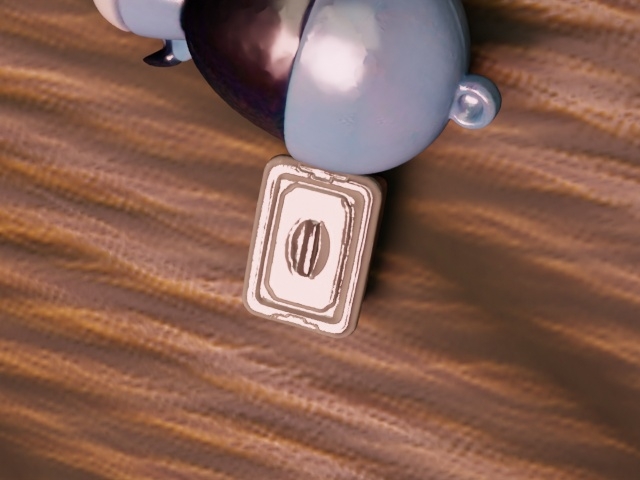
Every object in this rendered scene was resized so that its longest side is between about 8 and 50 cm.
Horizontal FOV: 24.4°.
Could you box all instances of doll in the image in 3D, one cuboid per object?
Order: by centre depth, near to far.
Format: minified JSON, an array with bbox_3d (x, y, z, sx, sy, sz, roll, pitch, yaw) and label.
[{"bbox_3d":[-0.020,-0.151,0.996,0.314,0.141,0.177,29,131,16],"label":"doll"}]

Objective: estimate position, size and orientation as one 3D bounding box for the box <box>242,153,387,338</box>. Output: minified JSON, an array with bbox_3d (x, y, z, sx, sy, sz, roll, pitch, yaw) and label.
[{"bbox_3d":[0.000,0.000,1.066,0.089,0.062,0.122,15,106,14],"label":"box"}]
